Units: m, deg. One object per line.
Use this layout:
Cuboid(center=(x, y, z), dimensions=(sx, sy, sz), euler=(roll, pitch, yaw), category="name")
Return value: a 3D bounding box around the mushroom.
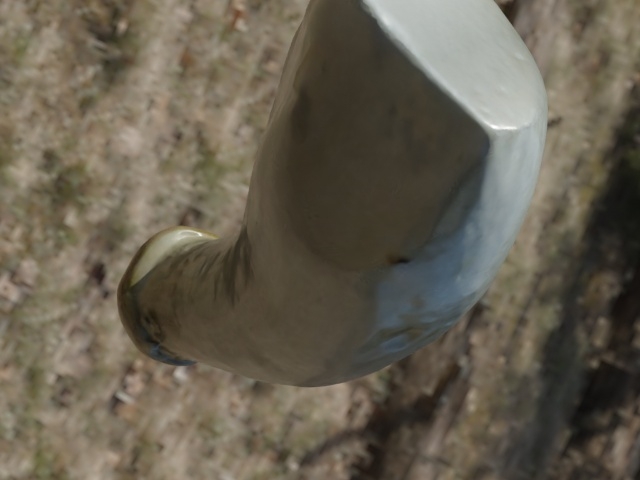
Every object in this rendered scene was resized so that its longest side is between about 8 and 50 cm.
Cuboid(center=(0.000, 0.000, 0.700), dimensions=(0.103, 0.118, 0.270), euler=(-31, 169, -36), category="mushroom")
